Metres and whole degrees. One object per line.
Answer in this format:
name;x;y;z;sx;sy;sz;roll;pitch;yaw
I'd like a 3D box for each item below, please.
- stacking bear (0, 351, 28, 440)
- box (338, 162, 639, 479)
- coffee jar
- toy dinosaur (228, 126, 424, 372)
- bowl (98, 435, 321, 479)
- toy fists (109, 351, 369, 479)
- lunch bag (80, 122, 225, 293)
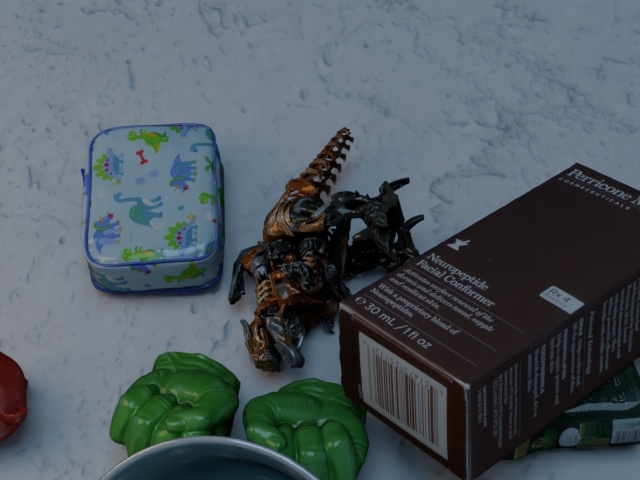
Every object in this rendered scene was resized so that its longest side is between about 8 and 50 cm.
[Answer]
stacking bear;-0.469;0.174;1.337;0.289;0.175;0.164;-2;101;-11
box;0.223;0.074;1.308;0.381;0.143;0.191;-28;41;-32
coffee jar;0.259;0.185;1.336;0.184;0.079;0.096;-6;47;-2
toy dinosaur;0.000;0.000;1.439;0.218;0.164;0.322;-1;77;21
bowl;-0.081;0.328;1.168;0.311;0.163;0.312;0;92;11
toy fists;-0.087;0.202;1.310;0.279;0.096;0.142;11;39;9
lunch bag;-0.207;-0.041;1.501;0.176;0.090;0.219;-4;57;-1
